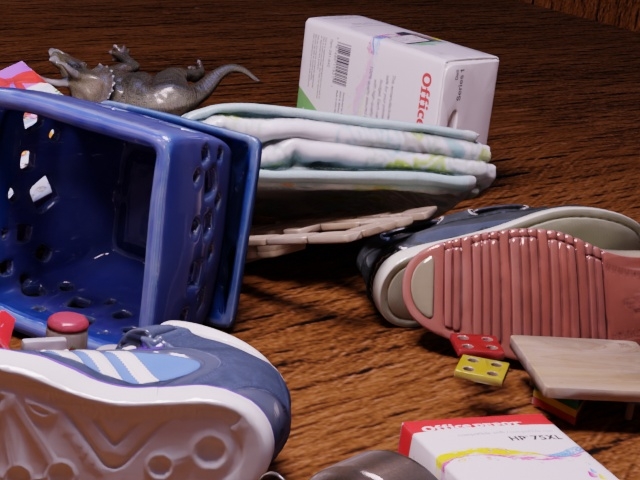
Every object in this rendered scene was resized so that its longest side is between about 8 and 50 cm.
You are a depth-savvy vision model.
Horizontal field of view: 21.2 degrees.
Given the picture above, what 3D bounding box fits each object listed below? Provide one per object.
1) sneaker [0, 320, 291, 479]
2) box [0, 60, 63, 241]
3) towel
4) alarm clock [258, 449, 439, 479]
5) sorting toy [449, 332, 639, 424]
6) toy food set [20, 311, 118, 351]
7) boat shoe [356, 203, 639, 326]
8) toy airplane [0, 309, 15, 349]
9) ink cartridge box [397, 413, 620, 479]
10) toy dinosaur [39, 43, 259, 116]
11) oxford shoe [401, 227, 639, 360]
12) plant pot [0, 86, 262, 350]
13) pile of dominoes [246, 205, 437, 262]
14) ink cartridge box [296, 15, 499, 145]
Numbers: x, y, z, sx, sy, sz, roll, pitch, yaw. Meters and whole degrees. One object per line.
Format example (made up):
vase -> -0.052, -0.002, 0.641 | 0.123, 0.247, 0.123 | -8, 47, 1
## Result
sneaker -> -0.184, 0.136, 1.402 | 0.323, 0.130, 0.236 | 4, 10, 1
box -> -0.376, -0.071, 1.838 | 0.293, 0.057, 0.201 | -31, 56, -33
towel -> -0.021, -0.078, 2.000 | 0.374, 0.090, 0.320 | 6, -10, -16
alarm clock -> 0.022, 0.210, 1.204 | 0.192, 0.129, 0.064 | 20, 22, 40
sorting toy -> 0.252, 0.138, 1.658 | 0.274, 0.046, 0.132 | 4, 18, -11
toy food set -> -0.281, 0.085, 1.531 | 0.232, 0.104, 0.111 | -2, 19, -25
boat shoe -> 0.196, 0.014, 1.902 | 0.340, 0.127, 0.113 | -14, 29, -20
toy airplane -> -0.248, 0.118, 1.451 | 0.151, 0.028, 0.151 | 27, 40, -25
ink cartridge box -> 0.146, 0.202, 1.364 | 0.134, 0.078, 0.231 | -1, 18, -23
toy dinosaur -> -0.254, -0.218, 2.553 | 0.313, 0.121, 0.160 | 11, 29, -3
oxford shoe -> 0.276, 0.069, 1.814 | 0.397, 0.140, 0.146 | 6, -7, -6
plant pot -> -0.196, -0.024, 1.715 | 0.236, 0.236, 0.212 | 16, 14, 28
pile of dominoes -> 0.000, 0.000, 1.890 | 0.251, 0.040, 0.196 | -2, 9, 43
ink cartridge box -> 0.100, -0.186, 2.378 | 0.117, 0.201, 0.278 | -10, 24, -42
